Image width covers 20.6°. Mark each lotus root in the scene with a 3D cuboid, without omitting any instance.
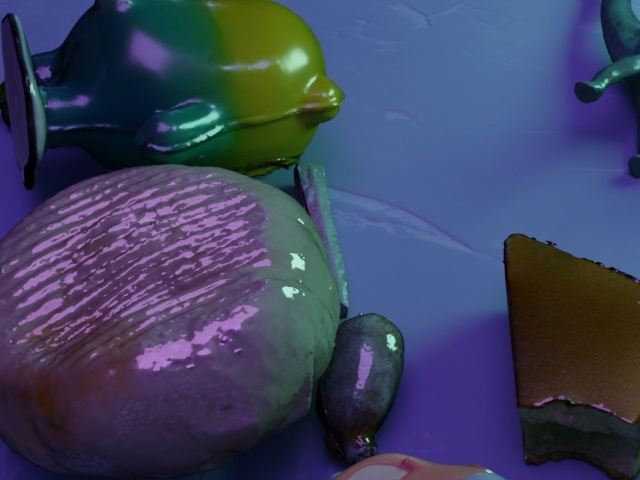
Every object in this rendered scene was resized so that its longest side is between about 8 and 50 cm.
[{"bbox_3d":[0.036,0.140,1.693,0.088,0.088,0.165,7,61,10],"label":"lotus root"}]

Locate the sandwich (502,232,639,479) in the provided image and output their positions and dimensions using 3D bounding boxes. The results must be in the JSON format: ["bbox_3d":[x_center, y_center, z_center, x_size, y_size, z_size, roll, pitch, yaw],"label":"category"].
[{"bbox_3d":[0.232,0.115,1.675,0.220,0.108,0.186,26,58,27],"label":"sandwich"}]

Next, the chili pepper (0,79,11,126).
[{"bbox_3d":[-0.275,-0.175,1.986,0.279,0.065,0.122,-15,42,-11],"label":"chili pepper"}]

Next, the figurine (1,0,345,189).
[{"bbox_3d":[-0.153,-0.165,1.848,0.340,0.231,0.323,-7,29,-16],"label":"figurine"}]

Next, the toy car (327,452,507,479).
[{"bbox_3d":[0.051,0.297,1.505,0.270,0.180,0.212,-40,49,-24],"label":"toy car"}]

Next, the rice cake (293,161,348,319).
[{"bbox_3d":[0.001,0.000,1.839,0.033,0.033,0.208,-3,51,-11],"label":"rice cake"}]

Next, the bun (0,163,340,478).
[{"bbox_3d":[-0.151,0.089,1.652,0.365,0.219,0.365,-12,37,9],"label":"bun"}]

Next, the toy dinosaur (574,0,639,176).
[{"bbox_3d":[0.443,-0.208,1.949,0.383,0.129,0.331,14,44,14],"label":"toy dinosaur"}]
